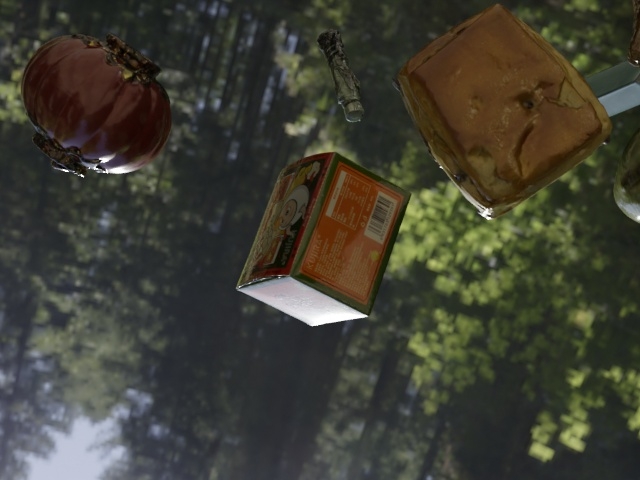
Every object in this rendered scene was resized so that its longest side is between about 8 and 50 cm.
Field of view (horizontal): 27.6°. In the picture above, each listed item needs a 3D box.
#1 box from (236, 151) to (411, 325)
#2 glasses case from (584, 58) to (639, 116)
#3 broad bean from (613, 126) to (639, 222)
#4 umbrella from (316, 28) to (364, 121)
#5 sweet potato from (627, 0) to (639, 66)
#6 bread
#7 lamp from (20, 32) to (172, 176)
[{"bbox_3d":[0.000,0.000,1.839,0.148,0.194,0.177,27,161,-23],"label":"box"},{"bbox_3d":[0.472,-0.240,2.187,0.056,0.266,0.105,48,-120,-13],"label":"glasses case"},{"bbox_3d":[0.401,-0.064,1.350,0.263,0.189,0.121,19,-123,-59],"label":"broad bean"},{"bbox_3d":[0.039,-0.277,2.170,0.050,0.046,0.188,-3,-128,-21],"label":"umbrella"},{"bbox_3d":[0.455,-0.324,1.661,0.131,0.131,0.337,29,-132,22],"label":"sweet potato"},{"bbox_3d":[0.223,-0.169,1.619,0.235,0.210,0.099,54,172,11],"label":"bread"},{"bbox_3d":[-0.323,-0.188,1.857,0.227,0.226,0.227,14,-154,-7],"label":"lamp"}]
